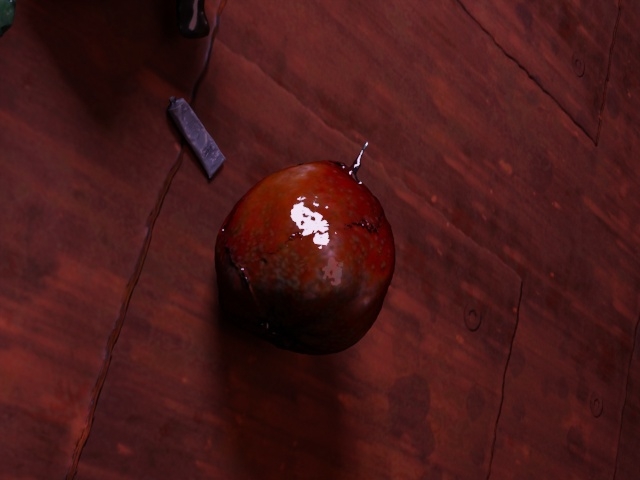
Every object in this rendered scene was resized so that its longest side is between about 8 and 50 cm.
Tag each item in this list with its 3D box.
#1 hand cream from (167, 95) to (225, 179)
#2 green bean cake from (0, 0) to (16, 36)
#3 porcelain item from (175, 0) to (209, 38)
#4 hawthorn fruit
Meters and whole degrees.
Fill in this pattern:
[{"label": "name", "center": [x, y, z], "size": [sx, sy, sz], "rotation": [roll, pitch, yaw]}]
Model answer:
[{"label": "hand cream", "center": [-0.124, -0.105, 1.043], "size": [0.093, 0.019, 0.030], "rotation": [56, 52, -30]}, {"label": "green bean cake", "center": [-0.313, -0.256, 0.790], "size": [0.193, 0.107, 0.208], "rotation": [21, 73, -45]}, {"label": "porcelain item", "center": [-0.131, -0.303, 1.014], "size": [0.081, 0.069, 0.215], "rotation": [-10, 93, -51]}, {"label": "hawthorn fruit", "center": [0.000, 0.000, 1.050], "size": [0.181, 0.181, 0.235], "rotation": [48, 58, -33]}]
